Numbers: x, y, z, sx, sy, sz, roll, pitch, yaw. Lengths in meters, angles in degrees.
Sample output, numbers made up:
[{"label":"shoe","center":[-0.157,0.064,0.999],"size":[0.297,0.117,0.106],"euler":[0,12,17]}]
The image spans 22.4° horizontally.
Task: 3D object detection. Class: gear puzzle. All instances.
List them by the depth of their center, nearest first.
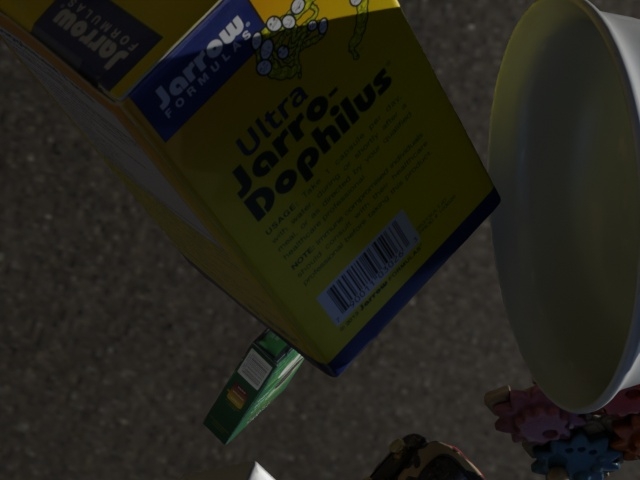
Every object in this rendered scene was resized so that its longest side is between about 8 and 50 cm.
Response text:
[{"label":"gear puzzle","center":[0.330,0.144,1.434],"size":[0.175,0.339,0.044],"euler":[49,28,-39]}]

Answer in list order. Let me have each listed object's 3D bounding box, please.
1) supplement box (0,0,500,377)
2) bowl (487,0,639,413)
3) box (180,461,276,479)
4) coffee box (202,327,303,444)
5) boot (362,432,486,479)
[{"label":"supplement box","center":[-0.048,-0.098,1.138],"size":[0.195,0.194,0.356],"euler":[-46,142,-9]},{"label":"bowl","center":[0.228,-0.030,1.155],"size":[0.134,0.298,0.298],"euler":[-4,110,-13]},{"label":"box","center":[-0.088,0.281,1.552],"size":[0.087,0.101,0.102],"euler":[48,45,-29]},{"label":"coffee box","center":[-0.056,0.134,1.717],"size":[0.113,0.040,0.184],"euler":[-43,170,-37]},{"label":"boot","center":[0.009,0.261,1.203],"size":[0.284,0.138,0.377],"euler":[-43,153,-16]}]
